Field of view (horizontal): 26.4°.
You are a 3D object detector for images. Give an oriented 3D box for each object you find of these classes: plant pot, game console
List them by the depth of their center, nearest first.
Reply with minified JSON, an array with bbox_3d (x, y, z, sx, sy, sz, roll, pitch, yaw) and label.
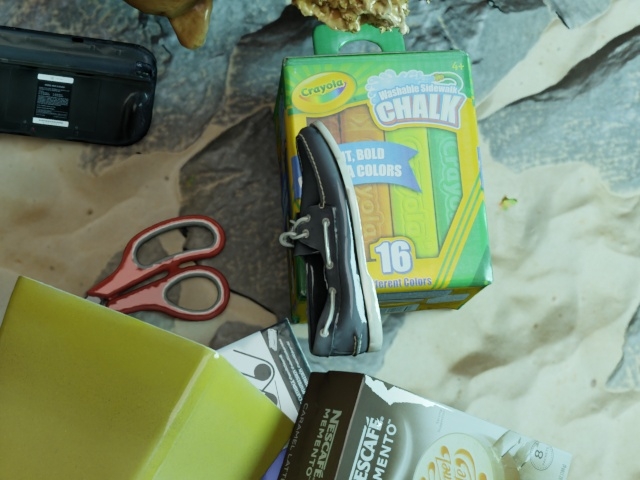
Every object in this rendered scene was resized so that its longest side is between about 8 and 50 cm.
[{"bbox_3d":[-0.179,0.179,1.186,0.212,0.212,0.187,18,72,25],"label":"plant pot"},{"bbox_3d":[-0.342,-0.146,1.329,0.362,0.044,0.213,6,109,-16],"label":"game console"}]

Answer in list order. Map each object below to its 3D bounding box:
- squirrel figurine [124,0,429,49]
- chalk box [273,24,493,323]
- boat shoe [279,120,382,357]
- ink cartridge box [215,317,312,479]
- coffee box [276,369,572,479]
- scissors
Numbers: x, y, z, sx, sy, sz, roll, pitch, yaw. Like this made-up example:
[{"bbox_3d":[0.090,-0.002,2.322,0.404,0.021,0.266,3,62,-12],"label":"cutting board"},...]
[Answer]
[{"bbox_3d":[-0.046,-0.350,1.268,0.370,0.281,0.397,-44,48,-4],"label":"squirrel figurine"},{"bbox_3d":[0.050,-0.079,1.309,0.180,0.179,0.288,-5,80,-5],"label":"chalk box"},{"bbox_3d":[0.000,0.000,1.161,0.065,0.075,0.206,-12,84,-11],"label":"boat shoe"},{"bbox_3d":[-0.033,0.190,1.318,0.097,0.046,0.207,-25,82,-8],"label":"ink cartridge box"},{"bbox_3d":[0.094,0.223,1.247,0.247,0.098,0.141,23,76,-27],"label":"coffee box"},{"bbox_3d":[-0.229,0.059,1.345,0.297,0.021,0.109,-17,83,-7],"label":"scissors"}]
